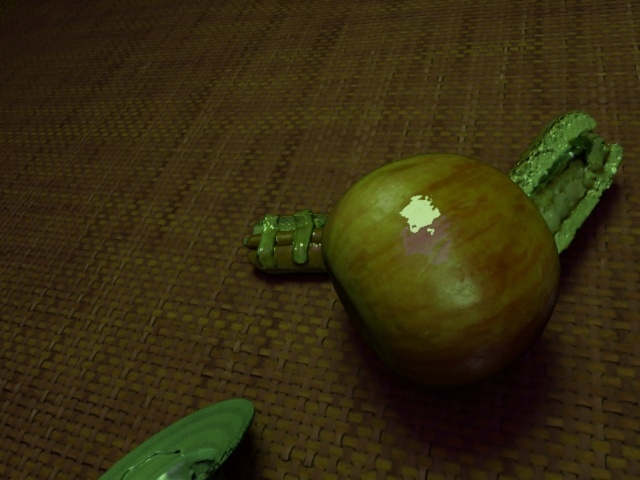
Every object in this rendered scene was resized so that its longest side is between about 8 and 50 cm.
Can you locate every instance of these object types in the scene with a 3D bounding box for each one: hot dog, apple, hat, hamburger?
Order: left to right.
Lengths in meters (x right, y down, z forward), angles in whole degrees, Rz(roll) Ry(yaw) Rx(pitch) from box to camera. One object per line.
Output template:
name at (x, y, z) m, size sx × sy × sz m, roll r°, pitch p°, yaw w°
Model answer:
hat at (-0.162, 0.303, 0.527) m, size 0.252 × 0.252 × 0.109 m, roll -28°, pitch 94°, yaw -5°
hot dog at (0.000, 0.000, 0.738) m, size 0.270 × 0.072 × 0.109 m, roll -4°, pitch 56°, yaw 15°
apple at (0.138, 0.031, 0.552) m, size 0.233 × 0.286 × 0.286 m, roll -31°, pitch 52°, yaw -7°
hamburger at (0.326, -0.081, 0.666) m, size 0.124 × 0.131 × 0.262 m, roll 46°, pitch 67°, yaw 1°
